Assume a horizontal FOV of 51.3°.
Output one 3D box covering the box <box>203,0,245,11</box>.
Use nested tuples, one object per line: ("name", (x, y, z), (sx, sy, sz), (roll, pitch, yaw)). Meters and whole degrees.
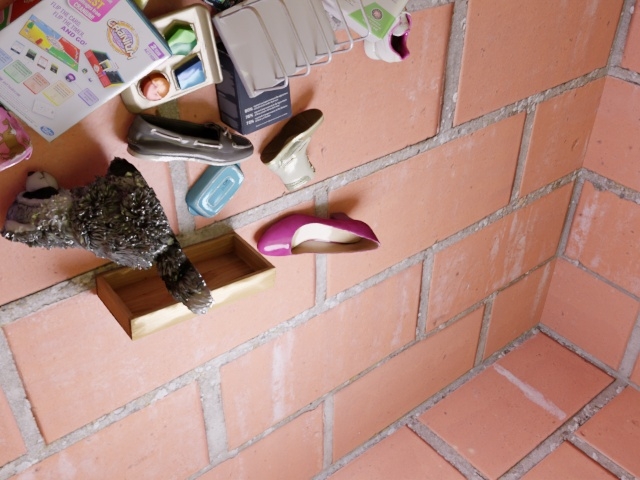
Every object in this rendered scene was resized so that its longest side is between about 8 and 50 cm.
("box", (-0.193, -0.607, 1.427), (0.220, 0.051, 0.175), (-64, 159, 14))

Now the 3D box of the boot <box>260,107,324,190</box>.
("boot", (-0.050, -0.250, 1.852), (0.213, 0.077, 0.165), (-45, 140, -2))

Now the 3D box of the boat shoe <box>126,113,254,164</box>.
("boat shoe", (-0.294, -0.244, 1.588), (0.335, 0.112, 0.095), (-6, 126, -38))

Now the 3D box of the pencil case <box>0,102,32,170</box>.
("pencil case", (-0.646, -0.277, 1.109), (0.167, 0.160, 0.386), (-22, 118, -1))

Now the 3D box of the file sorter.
("file sorter", (-0.051, -0.469, 1.470), (0.278, 0.173, 0.192), (-37, 115, -26))

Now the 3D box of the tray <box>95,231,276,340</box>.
("tray", (-0.341, 0.107, 1.725), (0.411, 0.203, 0.076), (-19, 131, -35))

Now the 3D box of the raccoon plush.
("raccoon plush", (-0.463, 0.026, 1.421), (0.299, 0.446, 0.216), (-34, 170, -21))

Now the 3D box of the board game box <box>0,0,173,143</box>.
("board game box", (-0.483, -0.362, 1.277), (0.317, 0.064, 0.242), (-33, 140, 4))

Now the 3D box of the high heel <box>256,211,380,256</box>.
("high heel", (0.000, 0.000, 2.000), (0.377, 0.181, 0.127), (-19, 130, -35))

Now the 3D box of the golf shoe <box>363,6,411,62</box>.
("golf shoe", (0.194, -0.622, 1.771), (0.115, 0.140, 0.306), (-26, 132, -29))

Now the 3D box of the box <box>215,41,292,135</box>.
("box", (-0.165, -0.383, 1.614), (0.153, 0.108, 0.207), (-28, 134, -29))

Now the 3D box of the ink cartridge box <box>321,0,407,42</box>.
("ink cartridge box", (0.135, -0.658, 1.634), (0.198, 0.115, 0.272), (33, 94, -15))

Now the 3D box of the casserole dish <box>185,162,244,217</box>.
("casserole dish", (-0.270, -0.135, 1.751), (0.188, 0.037, 0.114), (-51, 141, -4))

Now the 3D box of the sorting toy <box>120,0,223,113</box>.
("sorting toy", (-0.333, -0.409, 1.393), (0.229, 0.041, 0.307), (-22, 147, -12))
